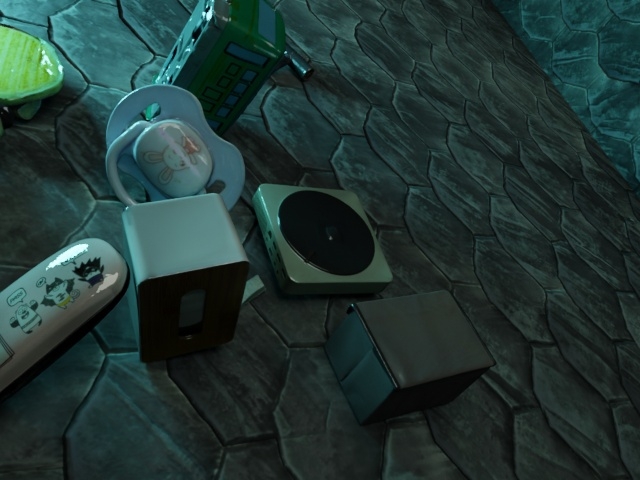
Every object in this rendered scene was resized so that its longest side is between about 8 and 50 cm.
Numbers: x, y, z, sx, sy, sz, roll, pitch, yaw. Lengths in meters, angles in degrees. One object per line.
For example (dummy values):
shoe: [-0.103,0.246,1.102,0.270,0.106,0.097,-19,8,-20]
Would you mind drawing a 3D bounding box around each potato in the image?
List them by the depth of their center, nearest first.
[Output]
potato: [-0.580,-0.259,1.161,0.037,0.036,0.093,2,35,6]

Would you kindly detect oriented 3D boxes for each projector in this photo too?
projector: [0.000,0.000,1.276,0.258,0.079,0.257,3,51,-33]

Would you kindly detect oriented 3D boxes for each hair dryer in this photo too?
hair dryer: [-0.138,-0.513,1.688,0.173,0.050,0.194,46,45,15]

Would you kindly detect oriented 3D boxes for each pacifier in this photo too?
pacifier: [-0.288,-0.160,1.183,0.287,0.238,0.226,48,7,-12]

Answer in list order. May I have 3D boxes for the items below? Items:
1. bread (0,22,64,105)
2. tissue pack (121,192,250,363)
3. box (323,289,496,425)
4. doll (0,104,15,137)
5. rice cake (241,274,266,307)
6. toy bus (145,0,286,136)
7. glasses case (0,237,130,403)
bread: [-0.657,-0.346,1.157,0.301,0.045,0.301,15,38,-12]
tissue pack: [-0.218,0.062,0.930,0.159,0.246,0.136,-11,56,-23]
box: [0.164,0.218,1.133,0.252,0.153,0.188,-5,54,-36]
doll: [-0.626,-0.171,0.973,0.143,0.135,0.234,42,37,3]
rice cake: [-0.159,0.115,1.103,0.033,0.029,0.170,38,40,12]
toy bus: [-0.223,-0.380,1.291,0.199,0.343,0.184,20,49,-29]
glasses case: [-0.398,0.118,0.803,0.314,0.075,0.122,-41,56,-14]
